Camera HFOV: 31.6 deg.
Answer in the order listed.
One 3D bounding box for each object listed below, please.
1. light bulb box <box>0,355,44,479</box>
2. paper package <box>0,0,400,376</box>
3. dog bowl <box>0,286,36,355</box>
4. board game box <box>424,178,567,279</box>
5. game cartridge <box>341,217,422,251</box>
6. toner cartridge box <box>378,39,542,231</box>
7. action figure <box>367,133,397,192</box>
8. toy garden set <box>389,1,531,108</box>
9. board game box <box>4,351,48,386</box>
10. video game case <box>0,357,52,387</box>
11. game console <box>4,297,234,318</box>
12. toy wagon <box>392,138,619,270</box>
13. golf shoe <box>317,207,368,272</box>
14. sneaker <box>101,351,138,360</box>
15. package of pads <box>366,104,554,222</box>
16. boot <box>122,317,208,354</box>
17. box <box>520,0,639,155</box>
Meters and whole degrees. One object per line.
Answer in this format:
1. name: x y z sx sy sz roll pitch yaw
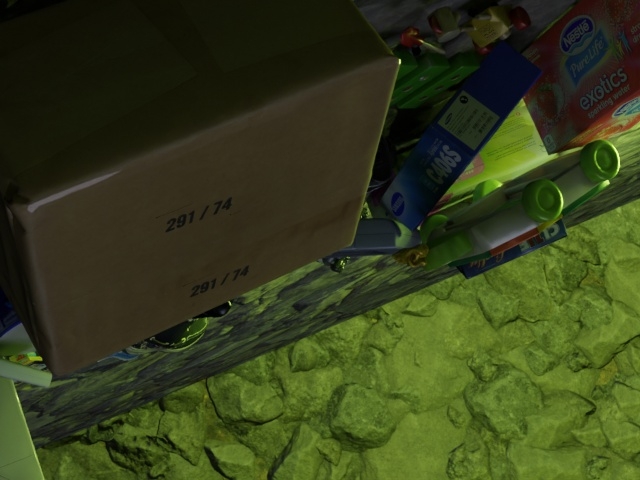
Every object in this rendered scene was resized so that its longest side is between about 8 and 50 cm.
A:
1. light bulb box: -0.640 0.328 1.626 0.358 0.225 0.361 -17 -179 -35
2. paper package: -0.127 -0.068 0.955 0.325 0.168 0.309 -26 155 -21
3. dog bowl: -0.326 0.052 1.491 0.265 0.104 0.265 -23 169 -5
4. board game box: 0.265 -0.022 1.761 0.165 0.042 0.243 -24 -164 0
5. game cartridge: 0.000 0.000 1.830 0.294 0.060 0.196 -3 180 19
6. toner cartridge box: 0.189 -0.138 1.608 0.165 0.075 0.348 -49 176 -17
7. action figure: 0.033 -0.092 1.611 0.185 0.099 0.285 -30 -175 -7
8. toy garden set: 0.106 -0.218 1.297 0.204 0.049 0.244 -30 167 37
9. board game box: -0.548 0.222 1.973 0.170 0.048 0.141 -26 167 11
10. video game case: -0.472 0.140 1.438 0.193 0.023 0.212 14 170 17
11. game console: -0.189 0.005 1.237 0.250 0.173 0.293 -59 -163 -17
12. toy wagon: 0.245 -0.034 1.563 0.344 0.068 0.267 -32 -174 -29
13. golf shoe: 0.026 -0.019 2.017 0.198 0.094 0.077 -54 161 -63
14. sneaker: -0.377 0.192 2.164 0.073 0.063 0.162 -35 165 32
15. package of pads: 0.241 -0.119 1.914 0.296 0.101 0.229 -22 170 -14
16. boot: -0.253 0.141 2.130 0.178 0.085 0.236 -34 165 32
17. box: 0.405 -0.251 1.501 0.142 0.154 0.300 -16 168 -30
